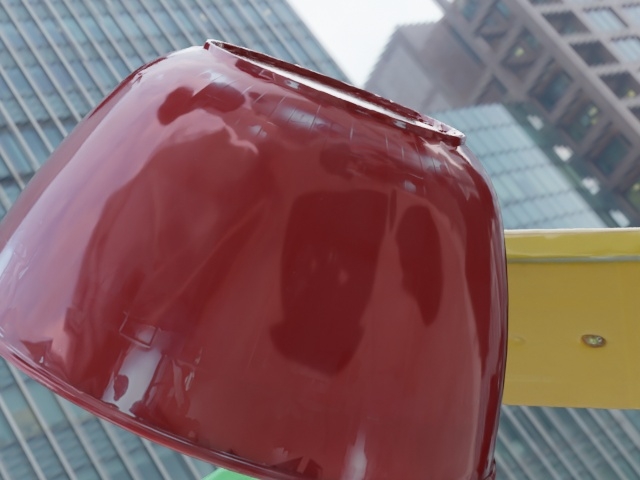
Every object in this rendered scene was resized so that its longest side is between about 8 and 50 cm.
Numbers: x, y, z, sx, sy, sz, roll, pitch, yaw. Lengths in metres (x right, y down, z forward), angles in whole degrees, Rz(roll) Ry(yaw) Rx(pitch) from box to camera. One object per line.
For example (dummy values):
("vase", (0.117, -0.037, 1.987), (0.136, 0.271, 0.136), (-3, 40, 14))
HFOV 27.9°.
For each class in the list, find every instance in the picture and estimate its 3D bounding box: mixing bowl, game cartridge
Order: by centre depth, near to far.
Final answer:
("mixing bowl", (-0.012, -0.003, 0.407), (0.181, 0.181, 0.098), (6, -73, -54))
("game cartridge", (0.197, 0.081, 1.297), (0.324, 0.052, 0.285), (1, -35, 17))

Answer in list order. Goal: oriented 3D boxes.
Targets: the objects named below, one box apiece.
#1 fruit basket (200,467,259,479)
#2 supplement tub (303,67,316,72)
("fruit basket", (0.068, 0.316, 0.715), (0.283, 0.392, 0.392), (-31, -26, -19))
("supplement tub", (0.000, 0.000, 1.090), (0.191, 0.272, 0.191), (-18, -40, -16))
